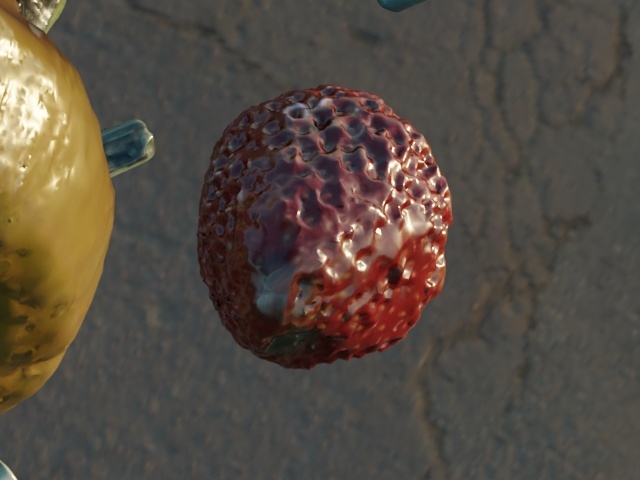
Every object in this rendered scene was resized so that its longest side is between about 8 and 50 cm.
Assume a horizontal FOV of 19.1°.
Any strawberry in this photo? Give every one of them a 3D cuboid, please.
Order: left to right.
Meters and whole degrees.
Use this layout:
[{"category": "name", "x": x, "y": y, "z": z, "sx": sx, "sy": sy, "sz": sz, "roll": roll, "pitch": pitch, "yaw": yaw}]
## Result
[{"category": "strawberry", "x": 0.009, "y": -0.002, "z": 1.947, "sx": 0.292, "sy": 0.291, "sz": 0.310, "roll": -1, "pitch": 25, "yaw": -19}]

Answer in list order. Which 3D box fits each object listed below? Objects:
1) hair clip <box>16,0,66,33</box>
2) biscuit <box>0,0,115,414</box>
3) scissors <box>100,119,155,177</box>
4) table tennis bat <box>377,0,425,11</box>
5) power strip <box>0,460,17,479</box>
[{"category": "hair clip", "x": -0.284, "y": -0.114, "z": 1.506, "sx": 0.091, "sy": 0.138, "sz": 0.321, "roll": 1, "pitch": 63, "yaw": 19}, {"category": "biscuit", "x": -0.210, "y": -0.016, "z": 0.573, "sx": 0.296, "sy": 0.296, "sz": 0.102, "roll": 15, "pitch": 61, "yaw": -8}, {"category": "scissors", "x": -0.246, "y": -0.018, "z": 1.281, "sx": 0.289, "sy": 0.041, "sz": 0.138, "roll": -22, "pitch": 19, "yaw": -12}, {"category": "table tennis bat", "x": 0.138, "y": -0.216, "z": 1.384, "sx": 0.149, "sy": 0.237, "sz": 0.038, "roll": 4, "pitch": 74, "yaw": -51}, {"category": "power strip", "x": -0.225, "y": 0.238, "z": 1.493, "sx": 0.035, "sy": 0.081, "sz": 0.192, "roll": -40, "pitch": 116, "yaw": -18}]
